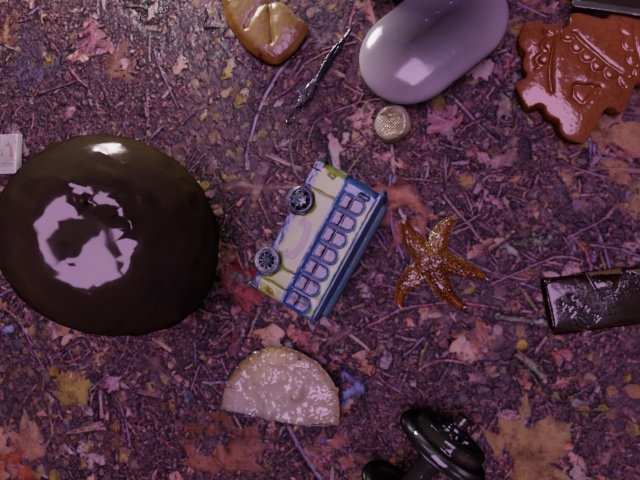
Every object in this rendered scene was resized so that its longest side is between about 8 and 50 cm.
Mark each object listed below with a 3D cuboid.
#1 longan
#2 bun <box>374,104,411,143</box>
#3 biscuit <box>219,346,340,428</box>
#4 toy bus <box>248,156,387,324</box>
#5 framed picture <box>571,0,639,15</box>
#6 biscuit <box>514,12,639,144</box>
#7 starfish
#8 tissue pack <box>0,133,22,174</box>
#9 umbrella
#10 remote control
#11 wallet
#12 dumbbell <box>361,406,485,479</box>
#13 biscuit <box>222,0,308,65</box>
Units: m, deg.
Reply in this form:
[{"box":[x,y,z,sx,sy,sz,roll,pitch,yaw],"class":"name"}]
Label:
[{"box":[-0.430,-0.014,0.897,0.436,0.404,0.403,19,92,14],"class":"longan"},{"box":[0.163,-0.257,0.958,0.086,0.055,0.086,4,98,33],"class":"bun"},{"box":[-0.095,0.327,0.971,0.281,0.084,0.179,-1,88,11],"class":"biscuit"},{"box":[0.000,0.000,0.932,0.190,0.152,0.312,29,94,11],"class":"toy bus"},{"box":[0.644,-0.574,0.887,0.197,0.014,0.252,15,83,11],"class":"framed picture"},{"box":[0.561,-0.365,0.894,0.306,0.043,0.283,-25,83,9],"class":"biscuit"},{"box":[0.244,0.055,0.941,0.227,0.043,0.240,38,97,10],"class":"starfish"},{"box":[-0.829,-0.230,1.157,0.056,0.023,0.108,2,88,11],"class":"tissue pack"},{"box":[-0.012,-0.386,1.011,0.044,0.044,0.269,29,86,47],"class":"umbrella"},{"box":[0.238,-0.433,0.925,0.332,0.103,0.221,-37,75,7],"class":"remote control"},{"box":[0.582,0.120,0.880,0.232,0.031,0.121,-10,88,11],"class":"wallet"},{"box":[0.199,0.463,0.857,0.192,0.192,0.290,37,94,10],"class":"dumbbell"},{"box":[-0.155,-0.554,1.035,0.154,0.045,0.299,-34,82,9],"class":"biscuit"}]
